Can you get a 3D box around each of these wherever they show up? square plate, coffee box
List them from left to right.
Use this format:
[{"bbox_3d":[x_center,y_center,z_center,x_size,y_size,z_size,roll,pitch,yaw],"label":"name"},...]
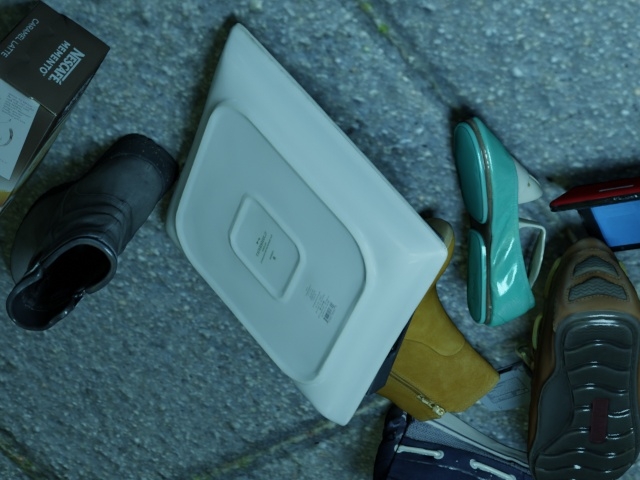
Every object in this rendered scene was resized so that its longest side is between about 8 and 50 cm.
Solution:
[{"bbox_3d":[-0.353,-0.134,1.666,0.098,0.141,0.246,35,135,-7],"label":"coffee box"},{"bbox_3d":[-0.043,-0.002,1.594,0.344,0.049,0.347,49,142,19],"label":"square plate"}]

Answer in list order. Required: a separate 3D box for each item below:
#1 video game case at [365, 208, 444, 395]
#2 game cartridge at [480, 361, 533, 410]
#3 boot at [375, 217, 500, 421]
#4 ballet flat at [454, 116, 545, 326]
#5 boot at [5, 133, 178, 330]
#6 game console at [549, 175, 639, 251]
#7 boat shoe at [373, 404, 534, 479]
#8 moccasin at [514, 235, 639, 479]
[{"bbox_3d":[0.000,0.000,1.613,0.275,0.035,0.248,44,140,25],"label":"video game case"},{"bbox_3d":[0.227,0.179,1.773,0.083,0.017,0.056,-24,113,38],"label":"game cartridge"},{"bbox_3d":[0.132,0.101,1.699,0.211,0.104,0.295,34,140,-14],"label":"boot"},{"bbox_3d":[0.195,-0.026,1.560,0.087,0.083,0.247,-14,117,-14],"label":"ballet flat"},{"bbox_3d":[-0.315,0.026,1.733,0.118,0.223,0.338,36,134,-10],"label":"boot"},{"bbox_3d":[0.326,-0.022,1.505,0.144,0.124,0.085,-10,98,30],"label":"game console"},{"bbox_3d":[0.215,0.340,1.820,0.340,0.158,0.127,24,135,3],"label":"boat shoe"},{"bbox_3d":[0.289,0.151,1.641,0.139,0.147,0.380,-5,136,8],"label":"moccasin"}]
